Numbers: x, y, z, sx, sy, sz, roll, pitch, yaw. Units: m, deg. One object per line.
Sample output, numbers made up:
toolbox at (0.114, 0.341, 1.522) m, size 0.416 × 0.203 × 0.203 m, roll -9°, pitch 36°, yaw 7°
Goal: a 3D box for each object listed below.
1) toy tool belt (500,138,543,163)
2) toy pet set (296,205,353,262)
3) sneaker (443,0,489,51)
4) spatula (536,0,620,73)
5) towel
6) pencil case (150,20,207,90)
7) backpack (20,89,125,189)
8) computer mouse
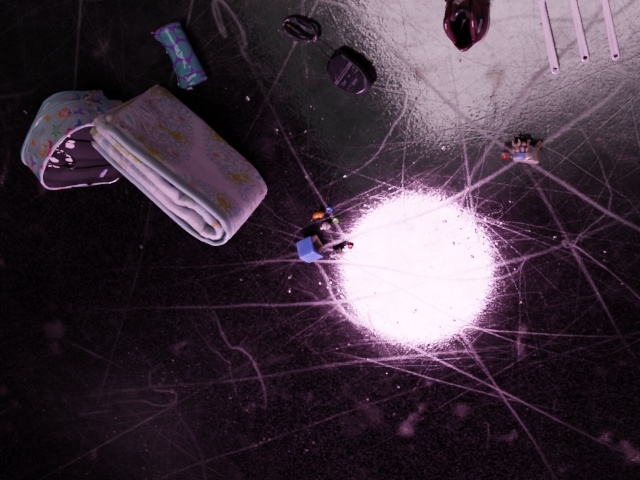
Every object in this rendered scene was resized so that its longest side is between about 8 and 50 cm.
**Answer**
toy tool belt at (0.433, -0.196, 1.860) m, size 0.083 × 0.052 × 0.051 m, roll 10°, pitch 87°, yaw 8°
toy pet set at (0.000, 0.000, 2.076) m, size 0.114 × 0.065 × 0.122 m, roll -23°, pitch 107°, yaw 26°
sneaker at (0.283, -0.500, 1.676) m, size 0.107 × 0.162 × 0.281 m, roll -2°, pitch 116°, yaw 18°
spatula at (0.501, -0.459, 1.717) m, size 0.168 × 0.019 × 0.241 m, roll -12°, pitch 112°, yaw 16°
towel at (-0.300, -0.178, 1.930) m, size 0.374 × 0.320 × 0.090 m, roll 43°, pitch 118°, yaw -6°
pencil case at (-0.318, -0.418, 1.959) m, size 0.070 × 0.064 × 0.151 m, roll -22°, pitch 108°, yaw 8°
backpack at (-0.569, -0.234, 2.024) m, size 0.191 × 0.254 × 0.225 m, roll 46°, pitch 123°, yaw 14°
computer mouse at (0.016, -0.406, 1.885) m, size 0.242 × 0.041 × 0.071 m, roll 42°, pitch 122°, yaw 1°
